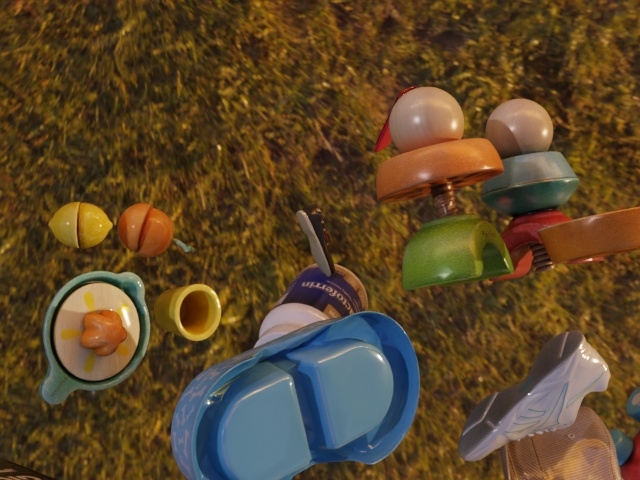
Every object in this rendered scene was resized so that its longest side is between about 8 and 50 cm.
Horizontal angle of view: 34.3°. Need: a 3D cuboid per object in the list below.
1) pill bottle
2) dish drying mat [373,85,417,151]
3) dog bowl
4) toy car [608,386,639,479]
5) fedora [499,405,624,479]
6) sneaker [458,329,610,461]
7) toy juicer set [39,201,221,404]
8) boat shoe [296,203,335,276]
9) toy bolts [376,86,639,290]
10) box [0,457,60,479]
[{"bbox_3d":[-0.019,0.158,1.841,0.153,0.264,0.153,7,116,16],"label":"pill bottle"},{"bbox_3d":[0.083,-0.136,1.162,0.008,0.032,0.083,41,133,19],"label":"dish drying mat"},{"bbox_3d":[-0.026,0.176,1.087,0.297,0.074,0.166,-20,103,-36],"label":"dog bowl"},{"bbox_3d":[0.688,0.418,1.957,0.219,0.238,0.210,37,86,-8],"label":"toy car"},{"bbox_3d":[0.298,0.292,1.211,0.124,0.275,0.244,-21,102,13],"label":"fedora"},{"bbox_3d":[0.183,0.146,0.888,0.061,0.054,0.152,42,108,-17],"label":"sneaker"},{"bbox_3d":[-0.265,0.067,1.159,0.329,0.089,0.209,-27,109,-39],"label":"toy juicer set"},{"bbox_3d":[0.001,0.000,1.840,0.042,0.049,0.133,-27,104,-24],"label":"boat shoe"},{"bbox_3d":[0.174,-0.056,0.852,0.218,0.228,0.158,-13,84,26],"label":"toy bolts"},{"bbox_3d":[-0.262,0.250,0.458,0.295,0.073,0.293,18,83,-59],"label":"box"}]
